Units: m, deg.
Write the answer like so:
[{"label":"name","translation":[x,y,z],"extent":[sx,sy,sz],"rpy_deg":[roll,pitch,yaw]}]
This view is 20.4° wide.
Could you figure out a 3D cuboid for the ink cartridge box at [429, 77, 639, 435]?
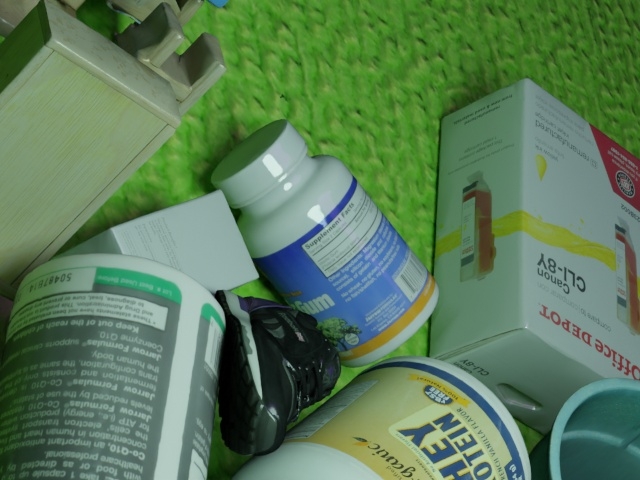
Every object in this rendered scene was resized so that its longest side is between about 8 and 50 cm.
[{"label":"ink cartridge box","translation":[0.296,0.027,2.333],"extent":[0.279,0.160,0.385],"rpy_deg":[31,50,-36]}]

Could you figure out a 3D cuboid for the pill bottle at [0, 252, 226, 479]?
[{"label":"pill bottle","translation":[-0.203,0.209,1.582],"extent":[0.204,0.204,0.361],"rpy_deg":[33,48,-34]}]

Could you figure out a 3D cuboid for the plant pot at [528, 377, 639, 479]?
[{"label":"plant pot","translation":[0.292,0.384,1.966],"extent":[0.341,0.334,0.341],"rpy_deg":[22,44,-23]}]

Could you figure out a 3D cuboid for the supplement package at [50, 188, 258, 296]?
[{"label":"supplement package","translation":[-0.170,0.029,1.843],"extent":[0.179,0.105,0.105],"rpy_deg":[-21,86,-51]}]

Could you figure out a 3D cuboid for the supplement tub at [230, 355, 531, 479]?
[{"label":"supplement tub","translation":[0.041,0.269,1.706],"extent":[0.316,0.228,0.228],"rpy_deg":[-33,97,-51]}]

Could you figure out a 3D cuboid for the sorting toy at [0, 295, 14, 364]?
[{"label":"sorting toy","translation":[-0.317,0.120,1.688],"extent":[0.208,0.038,0.193],"rpy_deg":[29,51,-43]}]

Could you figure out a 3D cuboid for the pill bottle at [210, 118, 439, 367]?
[{"label":"pill bottle","translation":[0.000,0.000,2.016],"extent":[0.272,0.152,0.152],"rpy_deg":[50,41,-18]}]

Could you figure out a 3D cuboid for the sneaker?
[{"label":"sneaker","translation":[-0.034,0.120,1.707],"extent":[0.124,0.107,0.283],"rpy_deg":[7,19,-10]}]

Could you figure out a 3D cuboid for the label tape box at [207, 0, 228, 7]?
[{"label":"label tape box","translation":[-0.197,-0.418,1.916],"extent":[0.240,0.106,0.334],"rpy_deg":[34,18,-33]}]

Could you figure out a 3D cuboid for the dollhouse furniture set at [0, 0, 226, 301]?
[{"label":"dollhouse furniture set","translation":[-0.306,-0.178,1.744],"extent":[0.362,0.256,0.394],"rpy_deg":[33,23,-35]}]
